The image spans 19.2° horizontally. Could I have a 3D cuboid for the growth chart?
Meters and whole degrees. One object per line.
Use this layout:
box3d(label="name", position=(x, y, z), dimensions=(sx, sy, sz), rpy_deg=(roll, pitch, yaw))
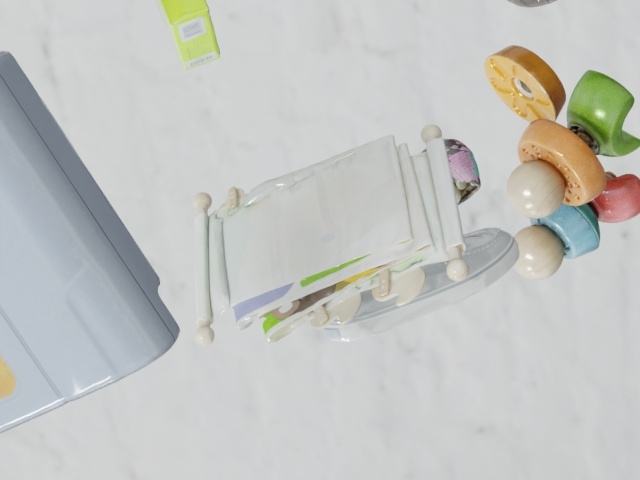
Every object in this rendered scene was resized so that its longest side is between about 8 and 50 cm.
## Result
box3d(label="growth chart", position=(0.000, 0.000, 1.405), dimensions=(0.021, 0.237, 0.172), rpy_deg=(49, -147, -44))

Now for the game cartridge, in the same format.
box3d(label="game cartridge", position=(-0.241, 0.026, 0.995), dimensions=(0.198, 0.297, 0.062), rpy_deg=(55, -150, -17))

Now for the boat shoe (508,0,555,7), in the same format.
box3d(label="boat shoe", position=(0.312, -0.347, 1.913), dimensions=(0.123, 0.324, 0.116), rpy_deg=(60, -147, -18))

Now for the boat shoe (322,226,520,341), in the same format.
box3d(label="boat shoe", position=(0.075, 0.019, 1.484), dimensions=(0.066, 0.184, 0.063), rpy_deg=(22, 130, 63))

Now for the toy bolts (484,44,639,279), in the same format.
box3d(label="toy bolts", position=(0.231, -0.071, 2.018), dimensions=(0.218, 0.158, 0.228), rpy_deg=(32, 159, 38))

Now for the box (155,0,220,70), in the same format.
box3d(label="box", position=(-0.145, -0.259, 1.754), dimensions=(0.109, 0.042, 0.178), rpy_deg=(80, 168, -72))

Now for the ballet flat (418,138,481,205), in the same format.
box3d(label="ballet flat", position=(0.070, -0.014, 1.908), dimensions=(0.077, 0.221, 0.079), rpy_deg=(39, -161, -42))
